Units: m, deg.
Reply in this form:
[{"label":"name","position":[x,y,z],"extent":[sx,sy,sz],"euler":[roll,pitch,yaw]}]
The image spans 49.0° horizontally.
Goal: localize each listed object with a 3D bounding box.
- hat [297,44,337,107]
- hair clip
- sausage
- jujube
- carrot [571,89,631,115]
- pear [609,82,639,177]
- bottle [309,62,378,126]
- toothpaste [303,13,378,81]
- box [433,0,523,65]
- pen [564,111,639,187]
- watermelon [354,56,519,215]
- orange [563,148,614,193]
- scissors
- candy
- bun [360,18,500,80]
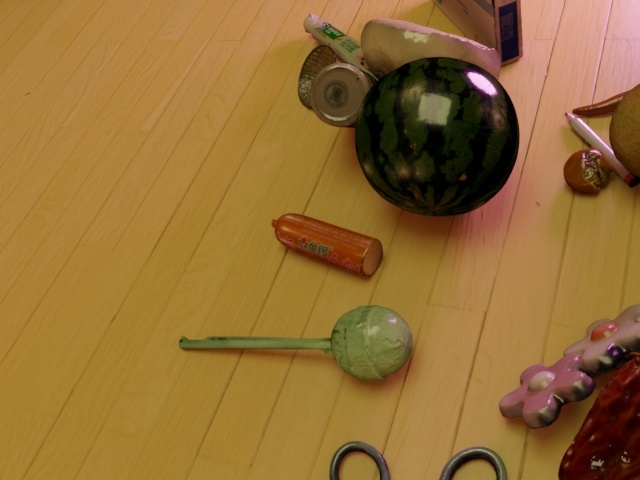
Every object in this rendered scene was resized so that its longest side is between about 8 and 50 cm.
[{"label":"hat","position":[0.016,-0.367,1.601],"extent":[0.146,0.067,0.145],"euler":[-15,71,52]},{"label":"hair clip","position":[0.370,0.179,0.991],"extent":[0.257,0.075,0.146],"euler":[-28,11,-7]},{"label":"sausage","position":[0.000,0.000,1.298],"extent":[0.234,0.071,0.071],"euler":[18,61,32]},{"label":"jujube","position":[0.430,0.237,0.862],"extent":[0.290,0.197,0.197],"euler":[-43,49,4]},{"label":"carrot","position":[0.549,-0.257,1.323],"extent":[0.142,0.035,0.035],"euler":[-13,49,17]},{"label":"pear","position":[0.600,-0.178,1.130],"extent":[0.229,0.188,0.211],"euler":[-35,39,-16]},{"label":"bottle","position":[0.066,-0.282,1.402],"extent":[0.121,0.253,0.120],"euler":[2,97,15]},{"label":"toothpaste","position":[0.060,-0.454,1.661],"extent":[0.314,0.056,0.058],"euler":[44,117,37]},{"label":"box","position":[0.327,-0.551,1.534],"extent":[0.065,0.200,0.343],"euler":[-23,48,-2]},{"label":"pen","position":[0.505,-0.172,1.274],"extent":[0.026,0.026,0.218],"euler":[-26,48,0]},{"label":"watermelon","position":[0.199,-0.177,1.221],"extent":[0.285,0.285,0.285],"euler":[-11,50,13]},{"label":"orange","position":[0.466,-0.126,1.228],"extent":[0.086,0.062,0.086],"euler":[-12,47,13]},{"label":"scissors","position":[0.116,0.447,0.916],"extent":[0.256,0.029,0.383],"euler":[-4,50,17]},{"label":"candy","position":[-0.059,0.175,1.175],"extent":[0.440,0.119,0.119],"euler":[-5,51,26]},{"label":"bun","position":[0.207,-0.346,1.396],"extent":[0.287,0.287,0.146],"euler":[26,105,35]}]
